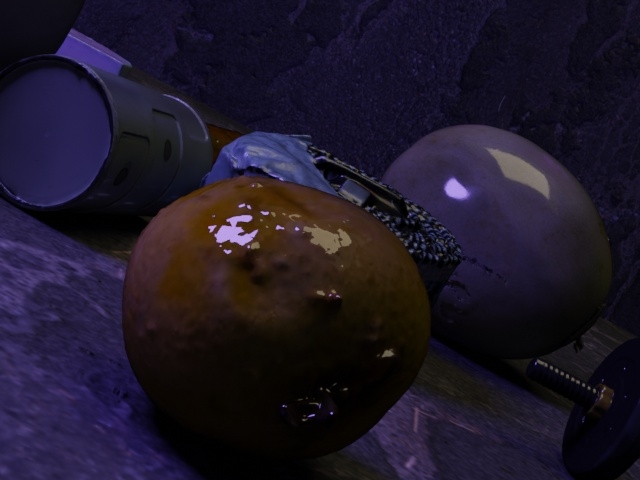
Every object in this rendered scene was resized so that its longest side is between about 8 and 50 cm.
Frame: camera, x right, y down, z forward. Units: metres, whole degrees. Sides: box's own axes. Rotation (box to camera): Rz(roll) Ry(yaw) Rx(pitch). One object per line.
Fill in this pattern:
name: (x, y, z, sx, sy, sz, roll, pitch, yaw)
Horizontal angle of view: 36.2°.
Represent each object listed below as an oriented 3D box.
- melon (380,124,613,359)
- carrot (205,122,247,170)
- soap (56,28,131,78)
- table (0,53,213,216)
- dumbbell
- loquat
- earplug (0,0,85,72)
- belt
melon: (0.216, 0.009, 1.232, 0.330, 0.268, 0.268, 49, 11, 10)
carrot: (-0.125, -0.088, 1.225, 0.114, 0.114, 0.302, 34, 13, 36)
soap: (-0.421, -0.266, 1.291, 0.347, 0.115, 0.208, 29, 8, -1)
table: (-0.192, -0.085, 0.875, 0.126, 0.126, 0.220, 30, 7, 12)
dumbbell: (0.335, 0.191, 0.904, 0.326, 0.143, 0.143, 28, 7, -3)
loquat: (-0.031, 0.041, 0.547, 0.172, 0.149, 0.204, 19, 1, -34)
earplug: (-0.413, -0.297, 0.760, 0.313, 0.312, 0.394, 35, 10, 38)
belt: (0.000, 0.000, 0.946, 0.258, 0.150, 0.207, 26, 18, -14)
